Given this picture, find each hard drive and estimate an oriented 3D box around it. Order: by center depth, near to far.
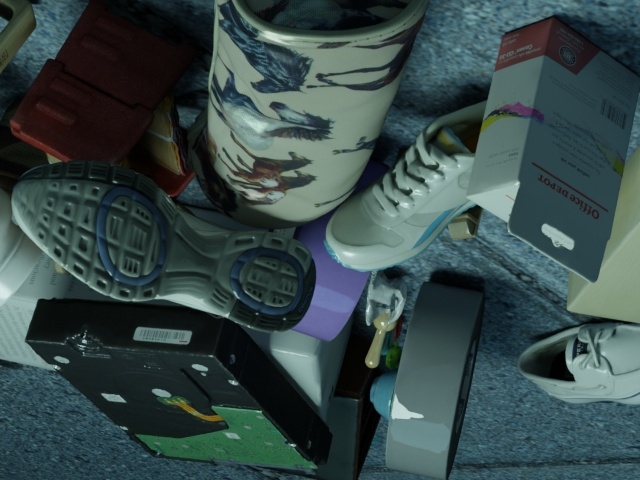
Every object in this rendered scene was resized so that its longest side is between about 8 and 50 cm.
[{"bbox_3d":[-0.150,0.166,2.033,0.237,0.064,0.339,3,152,25],"label":"hard drive"}]

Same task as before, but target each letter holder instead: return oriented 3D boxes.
[{"bbox_3d":[-0.070,0.166,2.330,0.302,0.214,0.152,11,126,11],"label":"letter holder"}]

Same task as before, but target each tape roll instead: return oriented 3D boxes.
[{"bbox_3d":[0.000,0.000,1.803,0.080,0.189,0.189,20,157,-10],"label":"tape roll"},{"bbox_3d":[0.131,0.159,2.056,0.072,0.219,0.219,10,157,8],"label":"tape roll"}]

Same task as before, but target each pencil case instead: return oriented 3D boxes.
[{"bbox_3d":[-0.025,-0.146,1.513,0.184,0.160,0.410,15,158,-1],"label":"pencil case"}]

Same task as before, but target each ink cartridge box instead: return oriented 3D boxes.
[{"bbox_3d":[0.192,-0.069,1.508,0.115,0.198,0.067,30,153,-31],"label":"ink cartridge box"}]

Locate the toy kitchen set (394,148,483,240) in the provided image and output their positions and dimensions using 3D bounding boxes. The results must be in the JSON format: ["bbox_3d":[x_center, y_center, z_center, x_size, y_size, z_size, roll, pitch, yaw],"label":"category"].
[{"bbox_3d":[0.123,-0.047,1.774,0.083,0.068,0.075,-9,148,44],"label":"toy kitchen set"}]

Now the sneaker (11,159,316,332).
[{"bbox_3d":[-0.151,0.010,1.613,0.297,0.111,0.129,25,171,-32],"label":"sneaker"}]

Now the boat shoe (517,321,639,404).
[{"bbox_3d":[0.317,0.138,2.055,0.084,0.095,0.258,20,156,-24],"label":"boat shoe"}]

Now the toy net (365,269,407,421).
[{"bbox_3d":[0.089,0.106,2.127,0.045,0.122,0.232,12,137,15],"label":"toy net"}]

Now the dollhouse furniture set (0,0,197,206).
[{"bbox_3d":[-0.300,-0.159,1.729,0.374,0.152,0.201,29,161,12],"label":"dollhouse furniture set"}]

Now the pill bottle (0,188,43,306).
[{"bbox_3d":[-0.378,-0.029,1.750,0.216,0.121,0.121,39,150,-19],"label":"pill bottle"}]

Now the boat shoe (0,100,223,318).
[{"bbox_3d":[-0.226,-0.008,1.858,0.342,0.123,0.123,36,161,16],"label":"boat shoe"}]

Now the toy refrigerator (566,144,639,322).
[{"bbox_3d":[0.319,-0.010,1.712,0.102,0.094,0.269,9,159,-4],"label":"toy refrigerator"}]

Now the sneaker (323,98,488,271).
[{"bbox_3d":[0.099,-0.058,1.636,0.229,0.087,0.092,-33,146,-3],"label":"sneaker"}]

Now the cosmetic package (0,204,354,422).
[{"bbox_3d":[-0.200,0.066,2.120,0.453,0.161,0.230,12,156,8],"label":"cosmetic package"}]
